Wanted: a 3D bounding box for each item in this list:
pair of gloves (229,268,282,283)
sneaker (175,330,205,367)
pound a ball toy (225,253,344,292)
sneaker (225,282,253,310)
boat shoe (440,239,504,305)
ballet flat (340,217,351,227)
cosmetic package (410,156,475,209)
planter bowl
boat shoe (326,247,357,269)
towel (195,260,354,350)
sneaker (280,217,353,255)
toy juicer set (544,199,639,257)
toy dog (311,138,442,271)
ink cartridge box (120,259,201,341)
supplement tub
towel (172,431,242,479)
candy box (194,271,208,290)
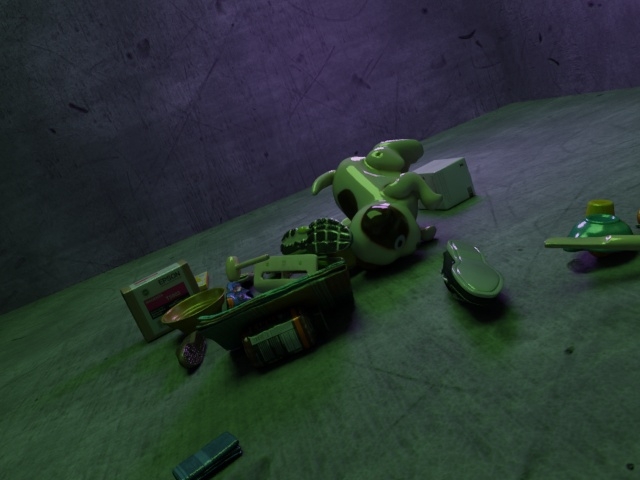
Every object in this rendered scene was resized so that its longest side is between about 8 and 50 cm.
[{"bbox_3d":[-0.207,0.117,1.883,0.240,0.042,0.204,-19,2,-6],"label":"pair of gloves"},{"bbox_3d":[-0.366,0.314,1.419,0.071,0.066,0.188,-37,8,6],"label":"sneaker"},{"bbox_3d":[-0.113,0.114,1.536,0.319,0.135,0.208,-6,-9,43],"label":"pound a ball toy"},{"bbox_3d":[-0.262,0.190,1.688,0.087,0.083,0.221,-4,13,-8],"label":"sneaker"},{"bbox_3d":[0.332,0.088,1.156,0.115,0.091,0.302,14,19,6],"label":"boat shoe"},{"bbox_3d":[0.066,-0.032,1.875,0.231,0.077,0.077,-34,-24,14],"label":"ballet flat"},{"bbox_3d":[0.453,-0.213,1.944,0.152,0.151,0.184,-27,14,-20],"label":"cosmetic package"},{"bbox_3d":[-0.382,0.239,1.622,0.217,0.090,0.217,-21,14,5],"label":"planter bowl"},{"bbox_3d":[0.107,0.024,1.704,0.341,0.122,0.110,-41,-11,-52],"label":"boat shoe"},{"bbox_3d":[-0.097,0.170,1.281,0.371,0.040,0.271,-22,-23,-3],"label":"towel"},{"bbox_3d":[0.000,0.000,1.526,0.110,0.106,0.275,18,-16,-40],"label":"sneaker"},{"bbox_3d":[0.628,-0.002,1.078,0.209,0.089,0.329,9,23,40],"label":"toy juicer set"},{"bbox_3d":[0.182,-0.104,1.584,0.396,0.284,0.407,9,42,-11],"label":"toy dog"},{"bbox_3d":[-0.529,0.204,1.760,0.235,0.193,0.088,-28,15,-22],"label":"ink cartridge box"},{"bbox_3d":[-0.083,0.222,1.224,0.198,0.105,0.106,-22,14,-4],"label":"supplement tub"},{"bbox_3d":[-0.203,0.394,0.922,0.120,0.029,0.067,-30,17,-27],"label":"towel"},{"bbox_3d":[-0.523,0.184,2.158,0.105,0.027,0.206,-25,14,-5],"label":"candy box"}]
